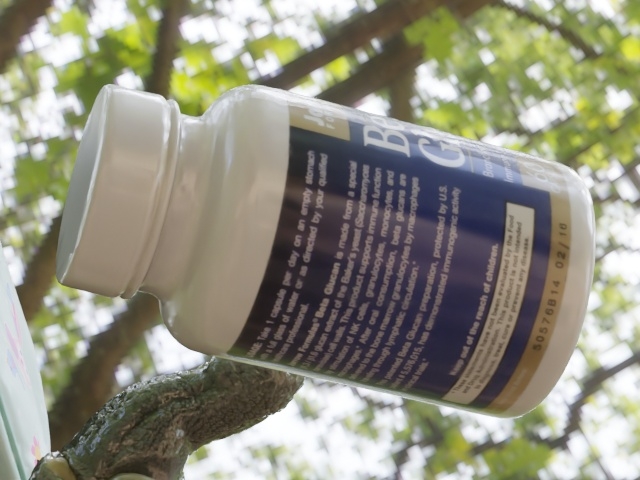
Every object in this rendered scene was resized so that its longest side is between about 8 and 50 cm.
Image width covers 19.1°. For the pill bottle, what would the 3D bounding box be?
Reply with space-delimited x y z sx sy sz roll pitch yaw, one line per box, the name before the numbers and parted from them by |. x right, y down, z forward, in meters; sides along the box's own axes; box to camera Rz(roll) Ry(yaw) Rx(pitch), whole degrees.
pill bottle | 0.000 0.000 0.650 0.169 0.094 0.094 13 -53 -15

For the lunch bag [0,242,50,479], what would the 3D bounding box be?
lunch bag | -0.225 0.057 1.054 0.107 0.224 0.279 -16 -67 -4

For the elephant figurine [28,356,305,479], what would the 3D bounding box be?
elephant figurine | -0.130 0.156 0.846 0.239 0.169 0.186 0 -29 -19
